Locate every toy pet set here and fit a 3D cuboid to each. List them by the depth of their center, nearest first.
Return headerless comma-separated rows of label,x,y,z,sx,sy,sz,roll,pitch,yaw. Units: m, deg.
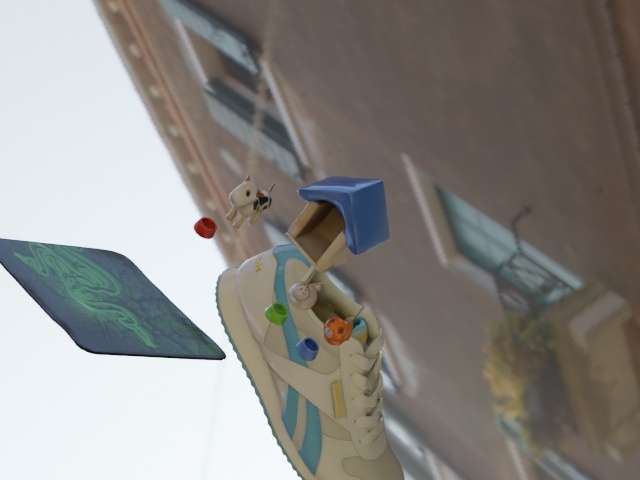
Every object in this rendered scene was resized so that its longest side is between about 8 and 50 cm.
toy pet set,0.000,0.000,0.960,0.114,0.122,0.065,-23,-23,-52

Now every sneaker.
sneaker,0.009,0.110,1.110,0.092,0.087,0.229,-25,-80,27

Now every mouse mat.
mouse mat,-0.181,0.047,1.210,0.152,0.189,0.007,7,-68,-45
